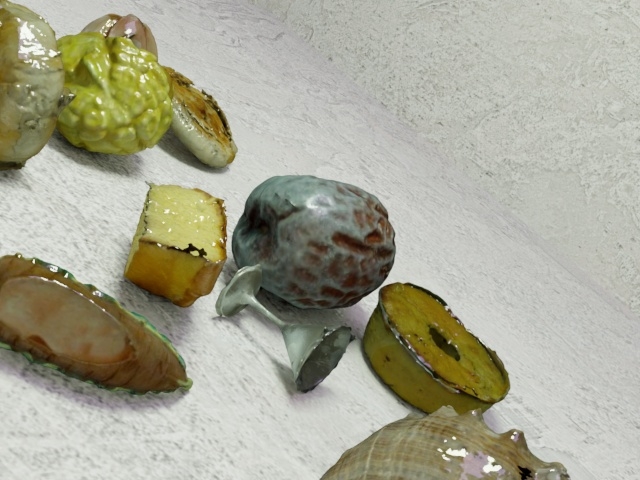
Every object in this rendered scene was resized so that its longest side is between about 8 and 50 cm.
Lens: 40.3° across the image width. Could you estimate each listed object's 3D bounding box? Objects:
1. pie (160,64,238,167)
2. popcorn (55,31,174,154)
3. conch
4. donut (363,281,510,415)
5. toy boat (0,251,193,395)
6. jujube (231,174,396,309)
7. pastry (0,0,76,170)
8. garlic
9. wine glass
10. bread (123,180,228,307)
[{"bbox_3d":[-0.263,-0.261,1.818,0.274,0.055,0.274,48,16,-19],"label":"pie"},{"bbox_3d":[-0.379,-0.260,1.545,0.237,0.205,0.251,8,9,-17],"label":"popcorn"},{"bbox_3d":[0.152,0.301,1.031,0.297,0.210,0.352,28,12,35],"label":"conch"},{"bbox_3d":[0.183,0.198,1.459,0.272,0.107,0.272,28,25,-15],"label":"donut"},{"bbox_3d":[-0.258,0.111,0.996,0.293,0.108,0.099,31,-13,-22],"label":"toy boat"},{"bbox_3d":[-0.004,0.008,1.451,0.247,0.215,0.308,7,-3,40],"label":"jujube"},{"bbox_3d":[-0.466,-0.238,1.299,0.121,0.235,0.257,-2,39,-44],"label":"pastry"},{"bbox_3d":[-0.434,-0.370,1.786,0.160,0.191,0.214,10,28,12],"label":"garlic"},{"bbox_3d":[-0.057,0.121,1.262,0.183,0.122,0.122,37,19,27],"label":"wine glass"},{"bbox_3d":[-0.209,0.016,1.241,0.129,0.134,0.260,16,18,-14],"label":"bread"}]
